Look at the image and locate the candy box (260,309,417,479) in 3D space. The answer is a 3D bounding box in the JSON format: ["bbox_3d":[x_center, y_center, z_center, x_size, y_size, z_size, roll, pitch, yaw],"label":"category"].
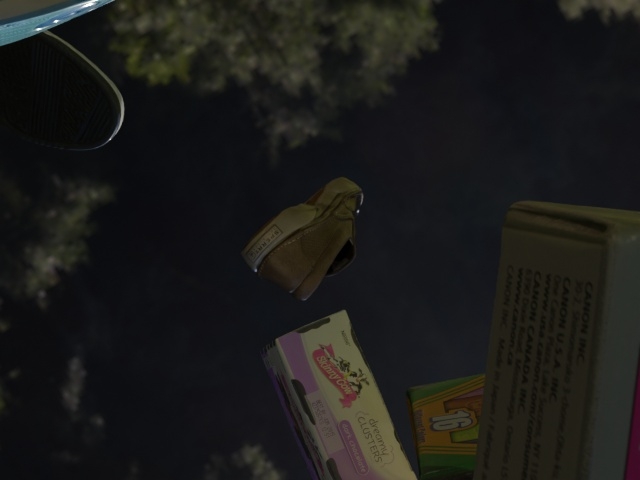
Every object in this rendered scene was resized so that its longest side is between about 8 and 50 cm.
[{"bbox_3d":[0.012,0.156,1.449,0.070,0.164,0.196,-22,175,-8],"label":"candy box"}]

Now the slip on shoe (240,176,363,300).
[{"bbox_3d":[0.000,0.000,0.850,0.051,0.041,0.135,-46,175,16],"label":"slip on shoe"}]

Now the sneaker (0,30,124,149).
[{"bbox_3d":[-0.308,-0.189,1.595,0.123,0.296,0.178,-65,173,21],"label":"sneaker"}]

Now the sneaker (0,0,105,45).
[{"bbox_3d":[-0.201,-0.275,1.200,0.127,0.208,0.319,-16,-165,40],"label":"sneaker"}]

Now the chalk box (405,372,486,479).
[{"bbox_3d":[0.223,0.190,1.171,0.289,0.180,0.179,-10,-164,2],"label":"chalk box"}]

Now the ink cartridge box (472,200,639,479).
[{"bbox_3d":[0.153,0.133,0.526,0.239,0.275,0.060,4,-175,-30],"label":"ink cartridge box"}]
